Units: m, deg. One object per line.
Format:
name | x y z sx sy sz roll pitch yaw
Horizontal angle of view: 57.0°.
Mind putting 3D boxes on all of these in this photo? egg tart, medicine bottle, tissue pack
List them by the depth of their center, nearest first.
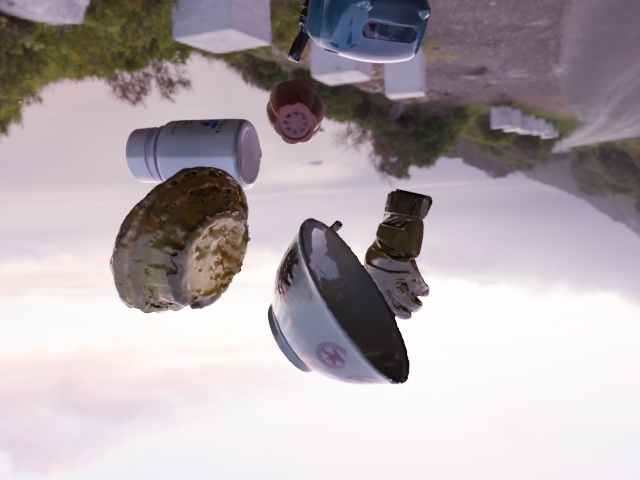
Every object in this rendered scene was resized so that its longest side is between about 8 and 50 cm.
egg tart | -0.142 0.007 0.664 0.074 0.191 0.191 26 -160 31
medicine bottle | -0.304 -0.205 1.418 0.293 0.170 0.170 0 -175 15
tissue pack | 0.127 -0.544 1.456 0.288 0.198 0.206 -2 -150 -30

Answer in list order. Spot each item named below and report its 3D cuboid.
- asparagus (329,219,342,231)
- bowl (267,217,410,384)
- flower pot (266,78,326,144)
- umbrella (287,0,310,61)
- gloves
asparagus | 0.000 0.000 1.749 0.165 0.030 0.036 -40 -178 15
bowl | 0.009 0.140 1.068 0.158 0.337 0.337 -33 175 17
flower pot | -0.074 -0.371 1.767 0.191 0.190 0.173 -3 -151 1
umbrella | -0.014 -0.685 1.717 0.118 0.340 0.118 25 -171 -4
gloves | 0.178 0.044 1.370 0.154 0.331 0.141 17 -165 32
